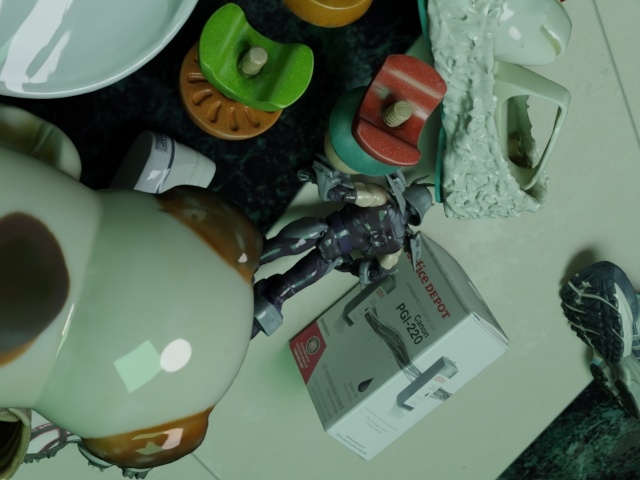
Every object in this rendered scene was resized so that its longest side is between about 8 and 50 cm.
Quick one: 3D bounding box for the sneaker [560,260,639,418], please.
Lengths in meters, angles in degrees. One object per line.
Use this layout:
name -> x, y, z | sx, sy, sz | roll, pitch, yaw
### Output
sneaker -> 0.405, 0.107, 1.417 | 0.122, 0.110, 0.283 | -40, 135, -12

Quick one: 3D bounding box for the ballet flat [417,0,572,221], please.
ballet flat -> 0.178, -0.172, 1.041 | 0.147, 0.147, 0.409 | -19, 140, -6

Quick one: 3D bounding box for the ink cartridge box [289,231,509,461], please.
ink cartridge box -> 0.087, 0.121, 1.243 | 0.218, 0.158, 0.092 | -40, 130, 11

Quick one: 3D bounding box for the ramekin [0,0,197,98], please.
ramekin -> -0.223, -0.252, 0.811 | 0.273, 0.127, 0.273 | -12, 116, -26

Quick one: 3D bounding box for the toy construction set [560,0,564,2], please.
toy construction set -> 0.303, -0.368, 0.928 | 0.237, 0.257, 0.309 | -28, 153, -15

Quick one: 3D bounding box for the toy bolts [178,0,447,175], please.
toy bolts -> 0.000, -0.159, 1.019 | 0.228, 0.158, 0.218 | 32, 71, -11

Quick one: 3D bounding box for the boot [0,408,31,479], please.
boot -> -0.331, 0.083, 1.015 | 0.095, 0.203, 0.262 | -7, 130, -17

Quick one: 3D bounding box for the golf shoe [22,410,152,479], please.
golf shoe -> -0.292, 0.182, 1.198 | 0.273, 0.105, 0.120 | 15, 104, -37

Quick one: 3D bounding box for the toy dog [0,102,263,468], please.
toy dog -> -0.234, 0.013, 0.792 | 0.408, 0.395, 0.285 | 21, 73, -38

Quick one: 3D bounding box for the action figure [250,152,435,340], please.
action figure -> 0.000, 0.000, 1.161 | 0.285, 0.099, 0.185 | -27, 125, -5

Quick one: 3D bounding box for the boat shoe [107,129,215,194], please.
boat shoe -> -0.195, 0.014, 1.096 | 0.088, 0.096, 0.267 | 21, 108, -28
